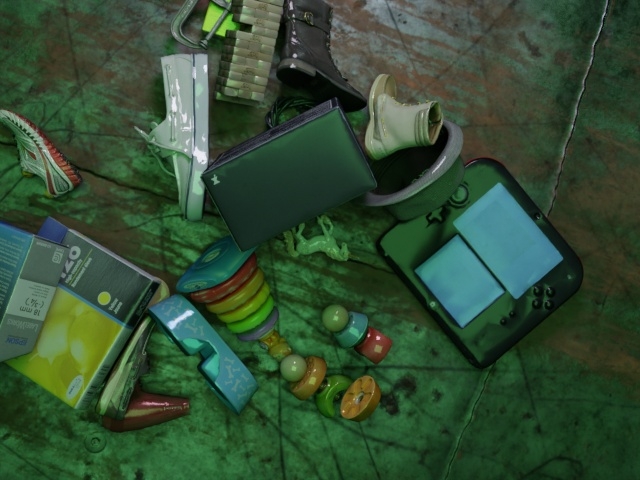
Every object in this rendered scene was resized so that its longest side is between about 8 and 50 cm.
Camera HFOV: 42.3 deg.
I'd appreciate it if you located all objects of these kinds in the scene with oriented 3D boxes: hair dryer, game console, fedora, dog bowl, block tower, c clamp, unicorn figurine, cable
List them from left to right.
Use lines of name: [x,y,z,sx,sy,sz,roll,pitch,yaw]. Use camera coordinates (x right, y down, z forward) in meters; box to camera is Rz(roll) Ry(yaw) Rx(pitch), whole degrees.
hair dryer: [-0.405,0.298,1.763,0.293,0.080,0.223,36,84,-5]
dog bowl: [-0.243,0.234,1.747,0.074,0.166,0.297,-41,93,-17]
c clamp: [-0.240,-0.477,1.791,0.137,0.022,0.160,39,86,-5]
block tower: [-0.145,-0.456,1.760,0.091,0.097,0.335,8,102,-24]
cable: [-0.038,-0.244,1.836,0.150,0.047,0.184,-28,91,-7]
unicorn figurine: [0.000,0.000,1.833,0.162,0.060,0.111,-11,90,10]
fedora: [0.206,-0.137,1.799,0.275,0.244,0.124,-44,123,-7]
game console: [0.367,0.044,1.867,0.342,0.060,0.386,-40,92,-6]

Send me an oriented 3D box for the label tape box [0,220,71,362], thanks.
label tape box: [-0.670,0.130,1.667,0.241,0.106,0.333,17,85,34]

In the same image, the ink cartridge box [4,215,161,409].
ink cartridge box: [-0.535,0.141,1.715,0.307,0.072,0.303,28,85,12]

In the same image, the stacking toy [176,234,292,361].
stacking toy: [-0.152,0.150,1.771,0.302,0.175,0.166,58,44,-21]

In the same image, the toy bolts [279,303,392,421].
toy bolts: [0.038,0.251,1.749,0.158,0.218,0.228,38,77,-22]

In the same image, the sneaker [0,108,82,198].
sneaker: [-0.612,-0.185,1.750,0.093,0.088,0.225,-41,93,-5]

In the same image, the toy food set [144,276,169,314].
toy food set: [-0.370,0.119,1.801,0.083,0.020,0.082,-7,89,-7]

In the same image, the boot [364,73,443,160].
boot: [0.185,-0.281,1.787,0.077,0.165,0.213,35,55,-44]

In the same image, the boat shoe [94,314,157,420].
boat shoe: [-0.389,0.266,1.716,0.073,0.080,0.223,29,68,-12]

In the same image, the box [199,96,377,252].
box: [-0.059,-0.140,1.671,0.296,0.294,0.182,-26,101,6]

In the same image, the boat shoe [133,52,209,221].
boat shoe: [-0.316,-0.222,1.761,0.156,0.136,0.367,0,85,-7]

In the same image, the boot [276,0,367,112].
boot: [0.009,-0.422,1.814,0.263,0.091,0.229,24,60,-37]

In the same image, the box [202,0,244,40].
box: [-0.186,-0.529,1.829,0.109,0.042,0.178,16,88,-6]
